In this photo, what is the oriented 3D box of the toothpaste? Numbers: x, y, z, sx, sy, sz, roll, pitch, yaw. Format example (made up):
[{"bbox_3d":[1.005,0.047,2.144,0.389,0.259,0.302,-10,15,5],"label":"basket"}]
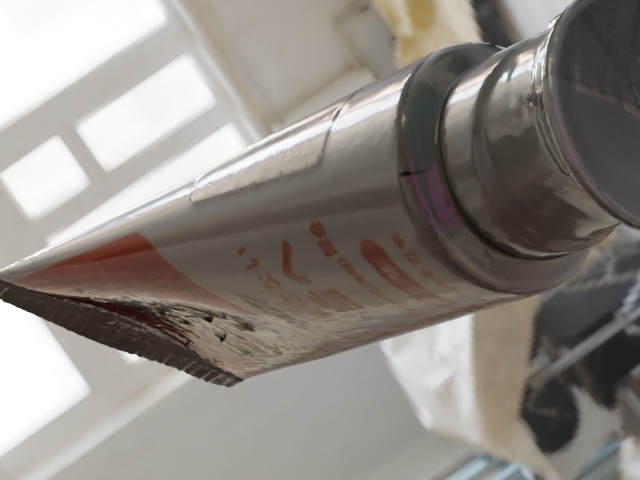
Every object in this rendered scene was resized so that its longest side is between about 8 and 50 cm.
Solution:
[{"bbox_3d":[0.000,0.000,0.420,0.089,0.057,0.234,25,154,-27],"label":"toothpaste"}]
